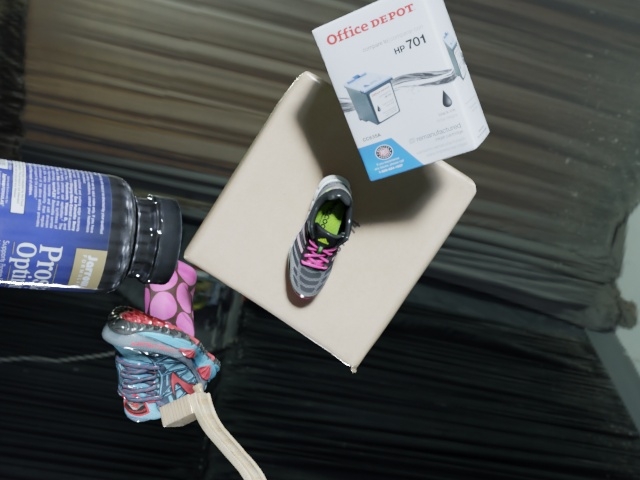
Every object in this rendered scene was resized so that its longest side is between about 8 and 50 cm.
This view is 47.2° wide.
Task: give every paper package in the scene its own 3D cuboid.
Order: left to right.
[{"bbox_3d":[0.014,-0.033,1.089,0.325,0.309,0.168,-56,4,8],"label":"paper package"}]

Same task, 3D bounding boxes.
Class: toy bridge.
[{"bbox_3d":[-0.062,0.189,0.506,0.026,0.063,0.188,22,-135,-60],"label":"toy bridge"}]

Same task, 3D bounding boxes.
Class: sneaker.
[{"bbox_3d":[-0.209,0.175,0.943,0.125,0.104,0.262,-64,-22,-18],"label":"sneaker"},{"bbox_3d":[0.000,0.000,0.954,0.075,0.063,0.170,-108,37,-77],"label":"sneaker"}]

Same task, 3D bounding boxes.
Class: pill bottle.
[{"bbox_3d":[-0.256,-0.011,0.721,0.123,0.219,0.123,-24,63,60],"label":"pill bottle"}]

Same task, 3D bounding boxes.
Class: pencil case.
[{"bbox_3d":[-0.240,0.136,1.209,0.095,0.098,0.209,-38,50,45],"label":"pencil case"}]

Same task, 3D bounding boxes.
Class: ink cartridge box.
[{"bbox_3d":[0.094,-0.183,0.849,0.191,0.139,0.082,66,-151,-14],"label":"ink cartridge box"}]
